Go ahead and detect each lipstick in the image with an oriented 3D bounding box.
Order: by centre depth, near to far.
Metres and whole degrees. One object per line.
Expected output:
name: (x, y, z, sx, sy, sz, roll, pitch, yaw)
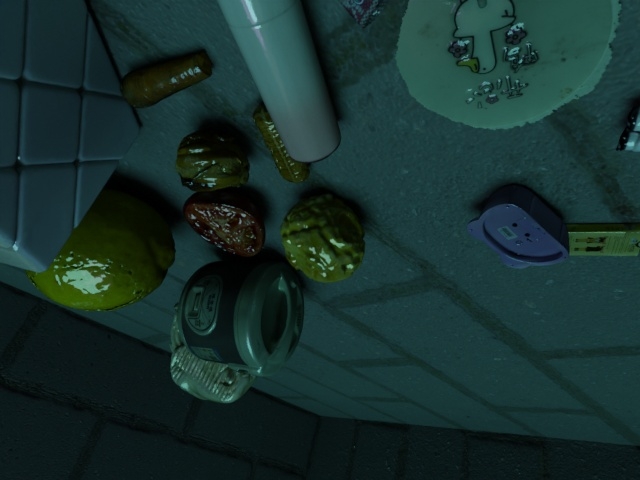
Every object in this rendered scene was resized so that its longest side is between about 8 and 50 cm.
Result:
lipstick: (-0.054, -0.237, 0.481, 0.087, 0.087, 0.326, 3, 147, 21)

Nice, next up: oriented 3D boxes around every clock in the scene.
clock: (0.324, -0.019, 0.669, 0.153, 0.050, 0.110, 37, 148, -14)

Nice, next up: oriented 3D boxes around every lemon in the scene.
lemon: (-0.491, 0.020, 0.919, 0.297, 0.296, 0.297, 12, 149, 7)

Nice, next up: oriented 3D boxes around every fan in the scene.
fan: (0.159, -0.264, 0.408, 0.233, 0.012, 0.414, -6, 143, 33)

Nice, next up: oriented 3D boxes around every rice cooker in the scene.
rice cooker: (-0.192, 0.191, 1.051, 0.277, 0.288, 0.288, 2, 146, 27)

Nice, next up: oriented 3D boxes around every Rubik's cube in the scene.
Rubik's cube: (-0.501, -0.188, 0.548, 0.316, 0.321, 0.318, 15, 150, 4)

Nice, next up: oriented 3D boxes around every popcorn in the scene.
popcorn: (0.000, 0.000, 0.783, 0.180, 0.170, 0.179, -1, 113, -3)

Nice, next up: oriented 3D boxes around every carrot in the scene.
carrot: (-0.232, -0.237, 0.603, 0.162, 0.055, 0.055, -5, 143, 28)

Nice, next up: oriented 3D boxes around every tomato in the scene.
tomato: (-0.192, -0.045, 0.861, 0.167, 0.082, 0.174, 9, 144, 5)

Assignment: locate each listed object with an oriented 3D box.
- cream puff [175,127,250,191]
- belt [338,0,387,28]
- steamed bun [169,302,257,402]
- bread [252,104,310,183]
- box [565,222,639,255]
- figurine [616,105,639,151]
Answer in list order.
cream puff: (-0.186, -0.137, 0.687, 0.133, 0.120, 0.104, 35, 137, 50)
belt: (0.058, -0.260, 0.336, 0.053, 0.071, 0.232, 29, -178, -5)
steamed bun: (-0.342, 0.364, 1.426, 0.347, 0.394, 0.237, -36, 161, 8)
bread: (-0.061, -0.153, 0.661, 0.052, 0.044, 0.157, 7, 148, 25)
box: (0.458, -0.001, 0.685, 0.149, 0.020, 0.073, 1, 145, 25)
figurine: (0.458, -0.110, 0.430, 0.229, 0.112, 0.137, 14, 144, 30)
